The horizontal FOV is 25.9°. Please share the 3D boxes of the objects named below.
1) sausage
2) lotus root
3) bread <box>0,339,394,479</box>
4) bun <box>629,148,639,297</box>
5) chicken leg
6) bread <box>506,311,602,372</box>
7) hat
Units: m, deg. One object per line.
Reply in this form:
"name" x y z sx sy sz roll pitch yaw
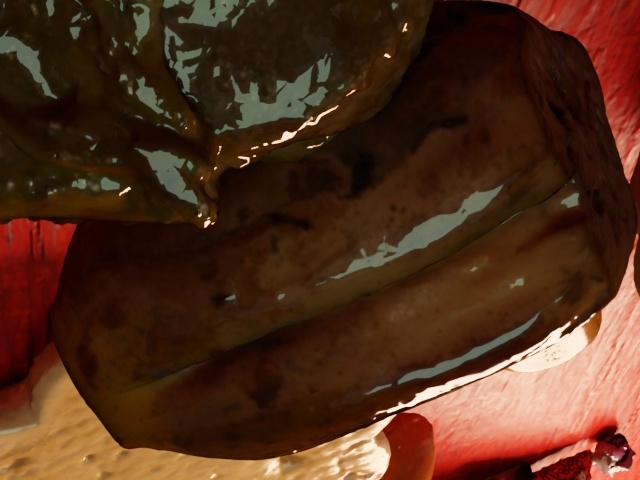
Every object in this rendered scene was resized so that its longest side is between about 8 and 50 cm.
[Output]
"sausage" 0.010 0.189 1.035 0.089 0.089 0.179 14 135 -45
"lotus root" -0.002 0.003 0.653 0.291 0.193 0.193 -25 149 19
"bread" -0.093 0.135 0.899 0.316 0.054 0.316 -11 140 -9
"bun" 0.315 -0.007 0.805 0.281 0.282 0.205 -30 166 10
"chicken leg" -0.133 -0.097 0.487 0.361 0.140 0.212 4 119 -22
"bread" 0.109 0.008 0.844 0.092 0.074 0.239 -23 149 8
"hat" 0.182 0.239 1.231 0.227 0.129 0.140 -38 127 -10
